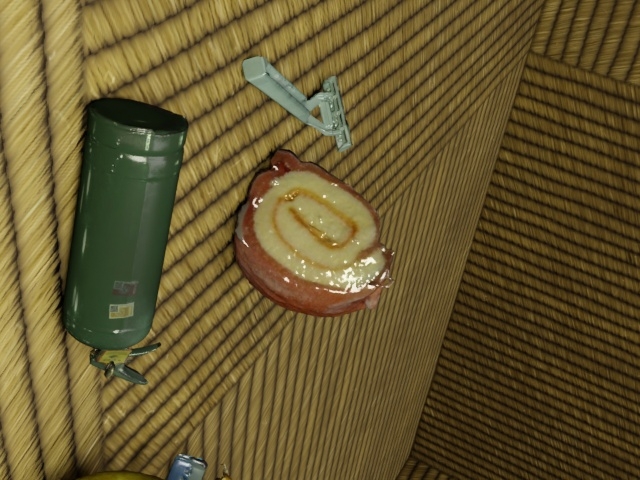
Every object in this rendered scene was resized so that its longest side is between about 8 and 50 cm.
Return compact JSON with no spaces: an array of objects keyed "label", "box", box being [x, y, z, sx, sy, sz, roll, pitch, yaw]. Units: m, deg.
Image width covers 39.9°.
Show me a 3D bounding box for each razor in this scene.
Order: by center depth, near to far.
[{"label":"razor","box":[-0.037,-0.196,1.198,0.278,0.056,0.111,11,64,-65]}]

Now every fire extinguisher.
[{"label":"fire extinguisher","box":[-0.200,0.016,0.897,0.095,0.115,0.311,-123,-136,-55]}]

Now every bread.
[{"label":"bread","box":[-0.006,0.011,1.259,0.190,0.244,0.123,-55,171,-13]}]

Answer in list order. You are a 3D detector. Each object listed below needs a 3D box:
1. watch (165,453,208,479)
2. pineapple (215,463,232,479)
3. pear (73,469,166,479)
[{"label":"watch","box":[-0.239,0.467,1.299,0.274,0.068,0.276,-62,174,-23]},{"label":"pineapple","box":[-0.132,0.570,1.442,0.286,0.209,0.344,102,8,-72]},{"label":"pear","box":[-0.239,0.412,1.015,0.304,0.304,0.303,-54,159,-33]}]
